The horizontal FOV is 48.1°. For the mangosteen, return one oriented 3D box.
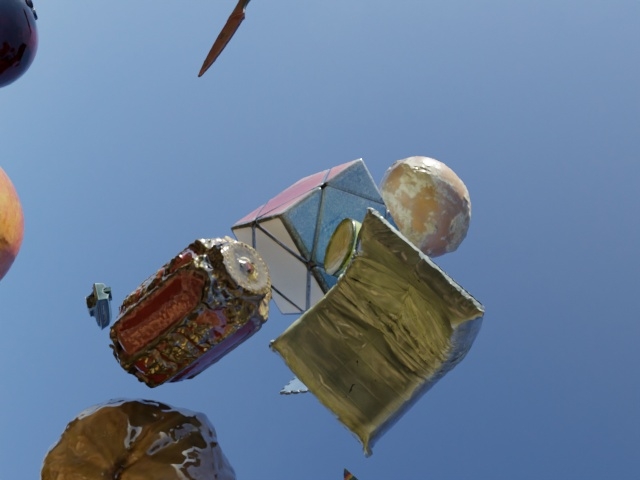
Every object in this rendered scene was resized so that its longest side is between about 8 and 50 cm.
[{"bbox_3d":[-0.455,-0.264,0.895,0.199,0.199,0.200,-16,-113,43],"label":"mangosteen"}]

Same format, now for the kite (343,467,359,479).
[{"bbox_3d":[0.060,0.516,1.471,0.004,0.090,0.122,-113,-157,-70],"label":"kite"}]

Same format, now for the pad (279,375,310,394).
[{"bbox_3d":[0.081,0.236,1.468,0.269,0.269,0.012,-14,-76,36],"label":"pad"}]

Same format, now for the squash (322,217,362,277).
[{"bbox_3d":[0.115,0.042,1.119,0.094,0.224,0.094,-43,-143,43],"label":"squash"}]

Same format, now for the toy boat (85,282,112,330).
[{"bbox_3d":[-0.517,0.163,1.685,0.141,0.060,0.055,102,-30,-45],"label":"toy boat"}]

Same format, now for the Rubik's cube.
[{"bbox_3d":[0.000,0.000,1.308,0.207,0.205,0.205,-13,-70,56],"label":"Rubik's cube"}]

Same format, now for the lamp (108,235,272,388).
[{"bbox_3d":[-0.197,0.111,1.091,0.274,0.177,0.177,-39,-127,26],"label":"lamp"}]

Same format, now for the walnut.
[{"bbox_3d":[-0.269,0.401,1.113,0.305,0.344,0.306,-4,-116,8],"label":"walnut"}]

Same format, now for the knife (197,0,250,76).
[{"bbox_3d":[-0.130,-0.365,1.153,0.035,0.018,0.247,23,-99,40],"label":"knife"}]

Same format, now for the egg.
[{"bbox_3d":[0.216,-0.070,1.510,0.203,0.245,0.203,-15,-136,15],"label":"egg"}]

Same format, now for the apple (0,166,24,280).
[{"bbox_3d":[-0.536,-0.012,1.064,0.251,0.163,0.293,53,-58,27],"label":"apple"}]

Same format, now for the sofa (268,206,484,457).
[{"bbox_3d":[0.068,0.119,0.920,0.225,0.176,0.210,-41,-112,-9],"label":"sofa"}]
